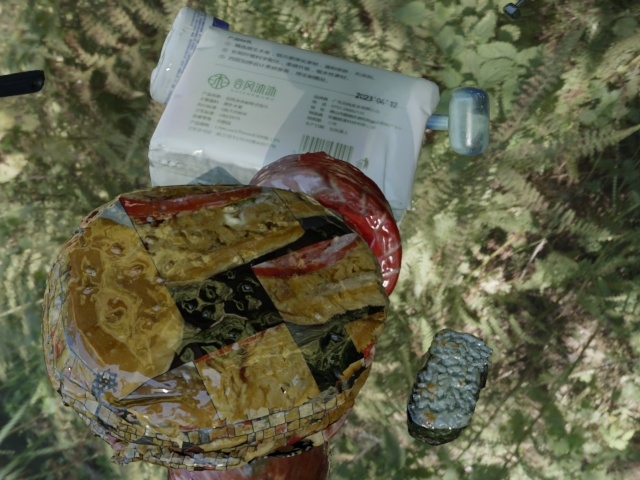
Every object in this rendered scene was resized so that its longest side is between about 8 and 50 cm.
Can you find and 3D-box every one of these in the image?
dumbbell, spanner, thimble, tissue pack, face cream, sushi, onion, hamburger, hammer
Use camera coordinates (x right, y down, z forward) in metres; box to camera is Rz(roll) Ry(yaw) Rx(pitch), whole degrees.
[{"bbox_3d":[0.423,-0.501,1.532,0.083,0.036,0.040,-44,73,4],"label":"dumbbell"},{"bbox_3d":[-0.357,-0.153,0.733,0.012,0.208,0.046,32,119,16],"label":"spanner"},{"bbox_3d":[-0.002,-0.006,0.809,0.189,0.125,0.163,43,103,-15],"label":"thimble"},{"bbox_3d":[-0.032,-0.132,1.053,0.357,0.266,0.194,15,147,4],"label":"tissue pack"},{"bbox_3d":[-0.271,-0.368,1.495,0.111,0.206,0.206,20,132,-20],"label":"face cream"},{"bbox_3d":[0.246,0.287,1.424,0.136,0.225,0.126,18,156,19],"label":"sushi"},{"bbox_3d":[-0.139,0.456,1.503,0.354,0.354,0.353,16,117,33],"label":"onion"},{"bbox_3d":[-0.069,0.044,0.489,0.231,0.231,0.106,41,145,19],"label":"hamburger"},{"bbox_3d":[0.206,-0.213,1.288,0.194,0.069,0.116,11,110,39],"label":"hammer"}]
